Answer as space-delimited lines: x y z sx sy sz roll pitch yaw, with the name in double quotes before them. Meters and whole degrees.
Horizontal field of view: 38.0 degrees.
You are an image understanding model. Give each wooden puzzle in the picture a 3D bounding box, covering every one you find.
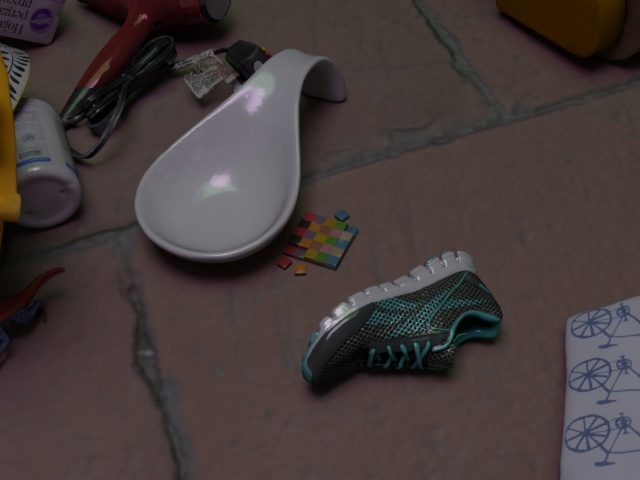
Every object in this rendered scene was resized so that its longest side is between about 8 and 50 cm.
"wooden puzzle" 0.000 0.000 0.790 0.049 0.006 0.083 16 50 17

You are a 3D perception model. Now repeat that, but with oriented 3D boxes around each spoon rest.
"spoon rest" -0.059 -0.086 0.822 0.137 0.084 0.276 17 49 18

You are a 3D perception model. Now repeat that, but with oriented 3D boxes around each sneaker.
"sneaker" 0.065 0.069 0.688 0.167 0.065 0.076 -27 55 -19

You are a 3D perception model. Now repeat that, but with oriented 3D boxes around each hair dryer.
"hair dryer" -0.193 -0.217 0.950 0.224 0.080 0.293 -23 44 -10

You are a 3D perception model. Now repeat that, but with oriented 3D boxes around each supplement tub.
"supplement tub" -0.254 -0.069 0.824 0.071 0.071 0.107 -16 47 -12

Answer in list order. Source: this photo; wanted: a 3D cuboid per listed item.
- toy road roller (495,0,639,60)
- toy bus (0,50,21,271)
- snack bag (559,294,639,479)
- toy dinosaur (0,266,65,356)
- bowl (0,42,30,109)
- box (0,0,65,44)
"toy road roller" 0.270 -0.365 0.958 0.203 0.240 0.329 -27 51 -20
"toy bus" -0.280 -0.085 0.644 0.150 0.211 0.220 7 55 -33
"snack bag" 0.278 0.126 0.514 0.323 0.037 0.342 -22 34 34
"toy dinosaur" -0.250 0.054 0.709 0.047 0.090 0.082 28 9 14
"bowl" -0.350 -0.132 0.831 0.170 0.080 0.170 -24 44 25
"box" -0.397 -0.251 0.884 0.067 0.063 0.324 38 22 29
